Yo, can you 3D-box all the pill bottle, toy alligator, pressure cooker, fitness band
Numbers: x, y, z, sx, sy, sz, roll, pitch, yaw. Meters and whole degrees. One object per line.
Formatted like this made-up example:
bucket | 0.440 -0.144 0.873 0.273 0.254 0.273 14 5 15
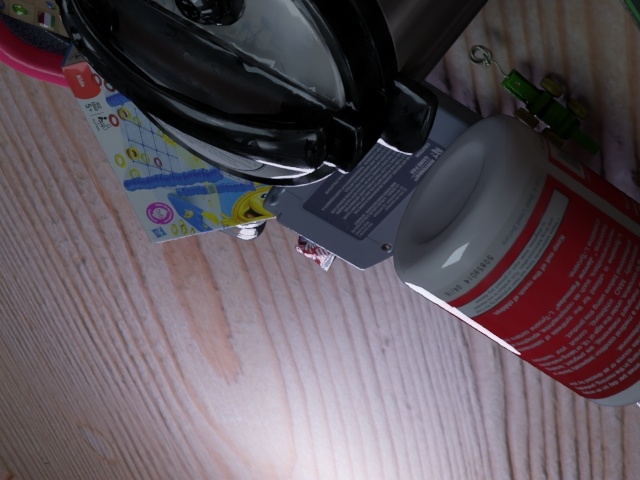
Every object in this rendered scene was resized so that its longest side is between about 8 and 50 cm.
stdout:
pill bottle | 0.306 0.050 1.494 0.407 0.229 0.229 32 150 -16
toy alligator | 0.249 -0.165 1.489 0.189 0.056 0.051 39 -172 -1
pressure cooker | -0.047 -0.266 1.308 0.370 0.420 0.375 -1 131 44
fitness band | -0.372 -0.310 1.856 0.291 0.054 0.209 16 144 7

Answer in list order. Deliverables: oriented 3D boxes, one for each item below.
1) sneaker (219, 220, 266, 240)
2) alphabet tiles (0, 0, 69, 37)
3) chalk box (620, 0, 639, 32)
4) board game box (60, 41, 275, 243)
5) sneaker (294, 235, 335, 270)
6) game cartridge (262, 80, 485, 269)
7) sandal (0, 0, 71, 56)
sneaker | -0.202 -0.079 1.996 0.271 0.100 0.108 30 152 12
alphabet tiles | -0.385 -0.387 1.815 0.198 0.009 0.237 20 141 1
chalk box | 0.344 -0.301 1.108 0.289 0.179 0.180 -8 126 50
board game box | -0.142 -0.163 1.709 0.302 0.086 0.308 -12 126 16
sneaker | 0.000 0.000 1.942 0.067 0.042 0.118 33 150 3
game cartridge | 0.081 -0.087 1.641 0.196 0.060 0.294 33 130 -14
sandal | -0.446 -0.344 1.948 0.254 0.054 0.097 40 141 -23
